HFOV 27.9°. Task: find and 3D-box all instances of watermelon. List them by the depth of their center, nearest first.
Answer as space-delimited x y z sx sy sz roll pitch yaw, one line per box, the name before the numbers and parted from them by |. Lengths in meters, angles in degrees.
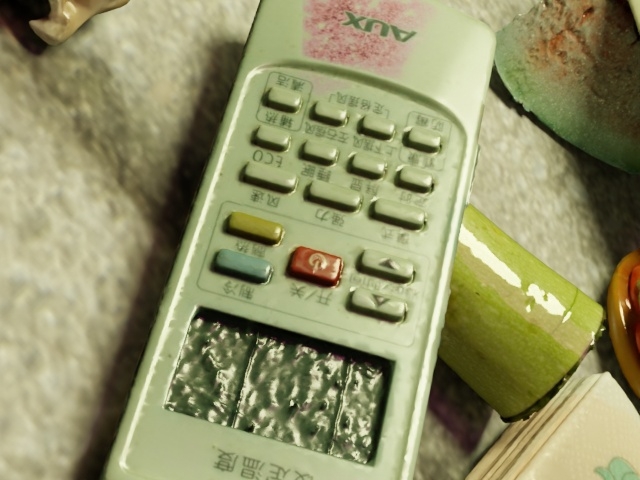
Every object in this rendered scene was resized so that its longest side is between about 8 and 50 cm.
watermelon | 0.205 -0.120 0.959 0.180 0.094 0.081 48 38 -32

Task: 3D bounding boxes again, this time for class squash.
squash | 0.067 -0.001 0.770 0.224 0.094 0.094 46 44 -3

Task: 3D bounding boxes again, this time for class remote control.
remote control | 0.000 0.000 0.674 0.145 0.050 0.344 15 58 -2

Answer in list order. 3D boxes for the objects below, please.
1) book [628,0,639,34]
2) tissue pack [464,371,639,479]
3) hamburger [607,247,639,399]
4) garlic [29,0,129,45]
book | 0.302 -0.117 1.014 0.310 0.021 0.217 7 62 -62
tissue pack | 0.111 0.222 0.694 0.325 0.071 0.170 -38 97 -46
hamburger | 0.276 0.062 0.899 0.162 0.115 0.162 21 54 -31
garlic | -0.157 -0.228 0.668 0.228 0.110 0.217 55 40 -5
